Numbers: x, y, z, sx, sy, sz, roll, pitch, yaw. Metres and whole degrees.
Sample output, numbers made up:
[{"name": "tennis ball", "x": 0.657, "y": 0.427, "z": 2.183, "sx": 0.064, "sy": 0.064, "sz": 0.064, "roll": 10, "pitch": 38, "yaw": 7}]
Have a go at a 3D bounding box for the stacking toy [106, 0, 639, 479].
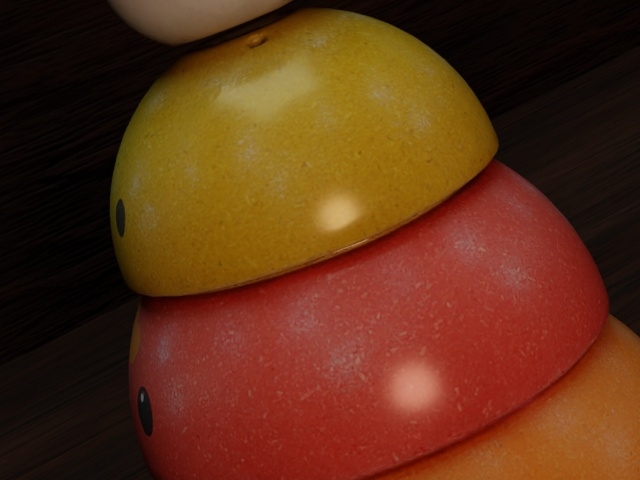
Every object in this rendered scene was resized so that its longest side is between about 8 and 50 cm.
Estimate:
[{"name": "stacking toy", "x": 0.000, "y": 0.000, "z": 0.820, "sx": 0.350, "sy": 0.480, "sz": 0.350, "roll": -21, "pitch": 11, "yaw": 4}]
